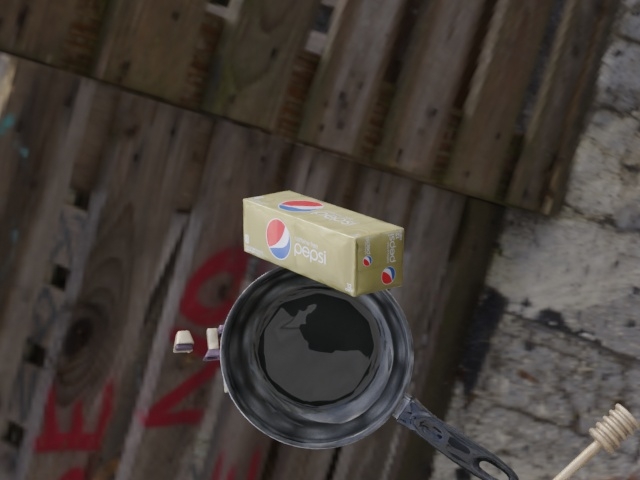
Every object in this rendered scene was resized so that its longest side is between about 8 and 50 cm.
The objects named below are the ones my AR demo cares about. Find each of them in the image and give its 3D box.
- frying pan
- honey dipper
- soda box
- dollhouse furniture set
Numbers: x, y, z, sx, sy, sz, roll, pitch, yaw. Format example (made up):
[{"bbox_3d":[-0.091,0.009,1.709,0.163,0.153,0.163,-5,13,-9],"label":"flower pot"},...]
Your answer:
[{"bbox_3d":[0.060,0.127,1.234,0.326,0.053,0.197,11,98,1],"label":"frying pan"},{"bbox_3d":[0.219,0.210,1.085,0.161,0.030,0.030,-42,62,-1],"label":"honey dipper"},{"bbox_3d":[0.000,0.000,1.165,0.181,0.061,0.058,20,115,50],"label":"soda box"},{"bbox_3d":[-0.108,0.126,1.331,0.114,0.091,0.081,125,141,-65],"label":"dollhouse furniture set"}]
